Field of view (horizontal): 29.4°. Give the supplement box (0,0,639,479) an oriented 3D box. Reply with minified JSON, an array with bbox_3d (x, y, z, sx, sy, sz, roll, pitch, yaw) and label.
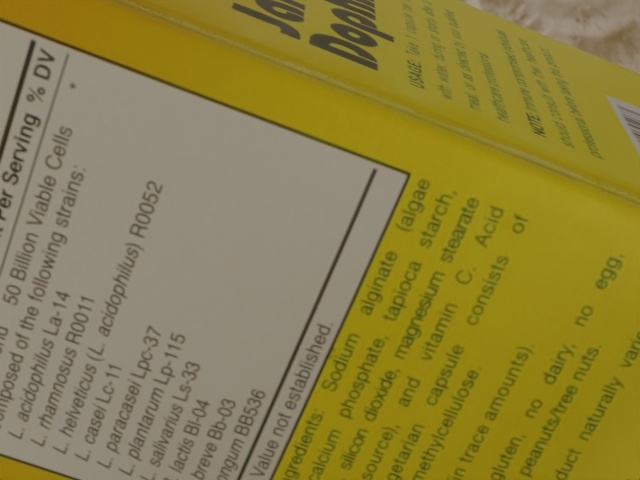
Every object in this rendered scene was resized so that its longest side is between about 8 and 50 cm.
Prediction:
[{"bbox_3d":[0.000,0.000,0.504,0.357,0.195,0.194,21,114,-8],"label":"supplement box"}]
